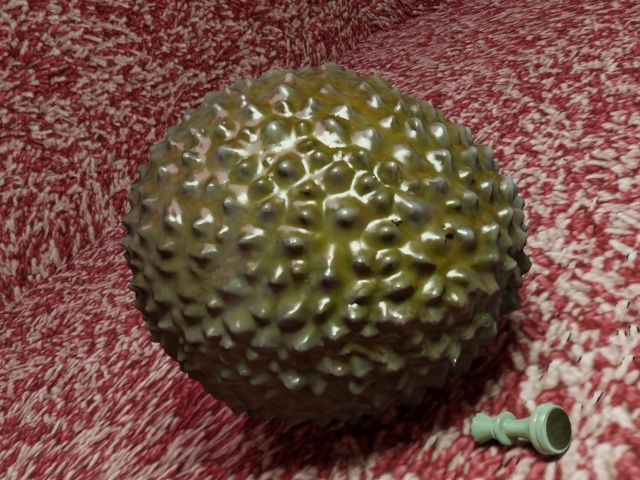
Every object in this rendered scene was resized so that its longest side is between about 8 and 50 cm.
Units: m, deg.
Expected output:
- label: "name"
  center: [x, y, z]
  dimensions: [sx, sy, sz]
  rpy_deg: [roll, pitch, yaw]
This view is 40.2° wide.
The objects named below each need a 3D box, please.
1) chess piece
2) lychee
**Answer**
- label: "chess piece"
  center: [0.166, 0.162, 0.754]
  dimensions: [0.093, 0.042, 0.042]
  rpy_deg: [-12, 24, 50]
- label: "lychee"
  center: [0.000, 0.000, 0.903]
  dimensions: [0.432, 0.380, 0.380]
  rpy_deg: [10, 40, 41]
